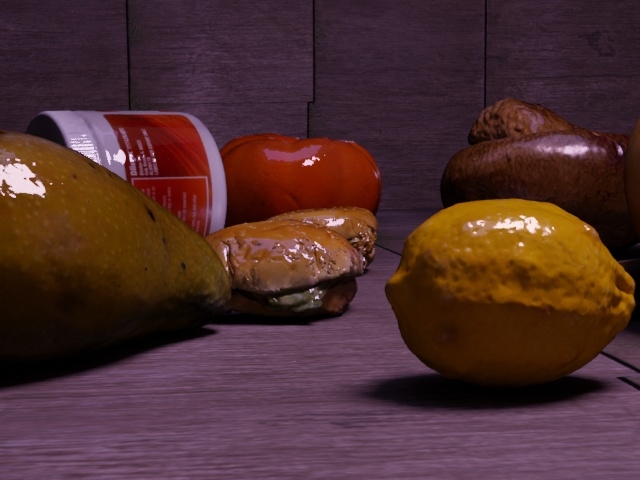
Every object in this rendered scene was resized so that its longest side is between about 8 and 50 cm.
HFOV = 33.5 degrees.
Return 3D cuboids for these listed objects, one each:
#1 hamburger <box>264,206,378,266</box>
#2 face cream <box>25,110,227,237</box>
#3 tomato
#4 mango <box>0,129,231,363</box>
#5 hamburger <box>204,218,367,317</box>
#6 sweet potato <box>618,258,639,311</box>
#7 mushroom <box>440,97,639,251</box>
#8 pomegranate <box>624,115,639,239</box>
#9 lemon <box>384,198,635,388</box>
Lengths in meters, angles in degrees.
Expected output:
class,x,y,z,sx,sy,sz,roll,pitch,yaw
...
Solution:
class,x,y,z,sx,sy,sz,roll,pitch,yaw
hamburger,0.000,0.000,1.307,0.147,0.083,0.138,-3,8,13
face cream,-0.233,-0.052,1.247,0.187,0.201,0.201,-4,5,-34
tomato,-0.036,-0.070,1.587,0.259,0.180,0.260,-1,7,0
mango,-0.196,0.005,0.761,0.175,0.177,0.329,-43,-16,23
hamburger,-0.030,0.024,0.930,0.176,0.087,0.102,1,0,-17
sweet potato,0.296,0.039,0.918,0.264,0.057,0.057,-6,5,-15
mushroom,0.342,-0.071,1.486,0.345,0.239,0.345,-14,20,5
pomegranate,0.377,-0.056,0.828,0.270,0.229,0.252,-18,41,-36
lemon,0.113,0.031,0.633,0.155,0.114,0.114,0,4,-11
